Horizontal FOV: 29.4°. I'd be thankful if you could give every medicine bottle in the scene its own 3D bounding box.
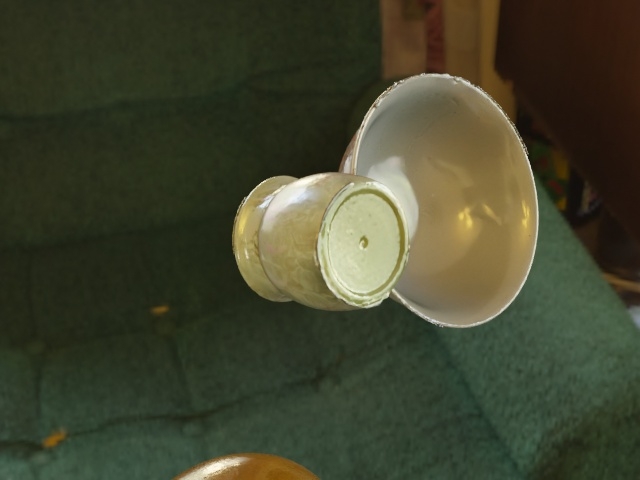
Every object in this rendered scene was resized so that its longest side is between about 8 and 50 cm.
[{"bbox_3d":[0.000,0.000,1.314,0.147,0.147,0.143,-32,24,-36],"label":"medicine bottle"}]

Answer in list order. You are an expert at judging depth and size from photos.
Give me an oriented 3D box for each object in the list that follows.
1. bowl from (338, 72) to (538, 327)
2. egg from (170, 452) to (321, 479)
[{"bbox_3d":[0.129,-0.045,1.672,0.345,0.345,0.157,-32,13,-36],"label":"bowl"},{"bbox_3d":[-0.109,0.409,1.406,0.283,0.282,0.351,22,51,28],"label":"egg"}]
